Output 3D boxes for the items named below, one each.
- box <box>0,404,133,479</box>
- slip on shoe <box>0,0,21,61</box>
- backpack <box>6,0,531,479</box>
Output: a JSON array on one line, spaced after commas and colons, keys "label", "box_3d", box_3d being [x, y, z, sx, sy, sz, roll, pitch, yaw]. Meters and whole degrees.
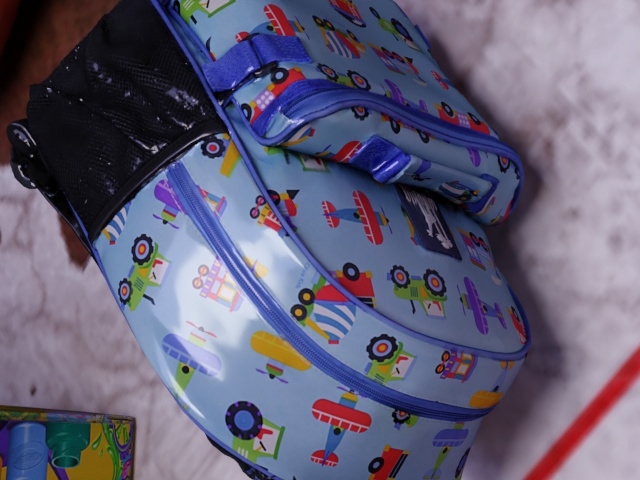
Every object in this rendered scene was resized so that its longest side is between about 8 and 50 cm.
[{"label": "box", "box_3d": [-0.242, 0.197, 0.716, 0.177, 0.290, 0.279, -1, 83, 41]}, {"label": "slip on shoe", "box_3d": [-0.171, -0.113, 0.827, 0.331, 0.123, 0.101, -36, 94, 27]}, {"label": "backpack", "box_3d": [0.000, 0.000, 0.612, 0.117, 0.158, 0.173, -47, 51, 21]}]
